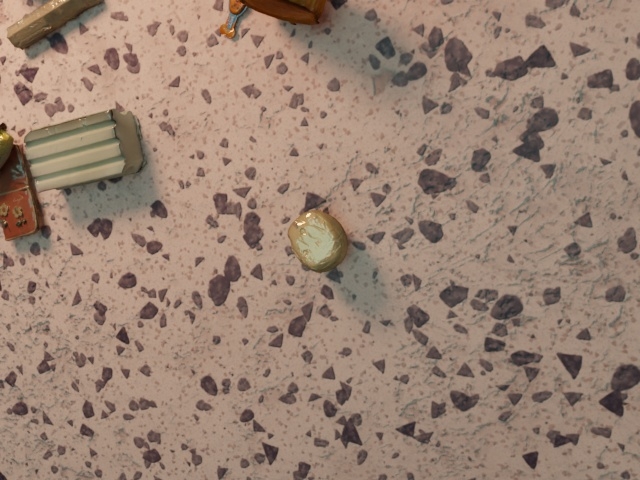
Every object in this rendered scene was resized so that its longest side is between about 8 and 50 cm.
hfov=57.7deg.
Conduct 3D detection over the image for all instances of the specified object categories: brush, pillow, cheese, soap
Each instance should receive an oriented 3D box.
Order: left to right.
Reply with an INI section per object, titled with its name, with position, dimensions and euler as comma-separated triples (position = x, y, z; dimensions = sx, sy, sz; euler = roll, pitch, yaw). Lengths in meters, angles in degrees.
[brush]
position = -0.839, -0.155, 1.424
dimensions = 0.067, 0.072, 0.313
euler = 43, 111, -1
[pillow]
position = -0.771, -0.120, 1.452
dimensions = 0.126, 0.043, 0.232
euler = -14, 92, 18
[soap]
position = -0.547, -0.209, 1.355
dimensions = 0.261, 0.094, 0.150
euler = -9, 100, 16
[cheese]
position = -0.184, -0.493, 1.250
dimensions = 0.047, 0.017, 0.111
euler = 28, 104, 14

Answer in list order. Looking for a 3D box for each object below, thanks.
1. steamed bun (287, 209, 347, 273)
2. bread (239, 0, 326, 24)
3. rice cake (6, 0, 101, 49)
[steamed bun]
position = 0.000, 0.000, 1.222
dimensions = 0.112, 0.091, 0.130
euler = -39, 83, 13
[bread]
position = -0.076, -0.496, 1.126
dimensions = 0.199, 0.199, 0.104
euler = 19, 99, 13
[rice cake]
position = -0.624, -0.525, 1.355
dimensions = 0.256, 0.052, 0.057
euler = -22, 120, 17
